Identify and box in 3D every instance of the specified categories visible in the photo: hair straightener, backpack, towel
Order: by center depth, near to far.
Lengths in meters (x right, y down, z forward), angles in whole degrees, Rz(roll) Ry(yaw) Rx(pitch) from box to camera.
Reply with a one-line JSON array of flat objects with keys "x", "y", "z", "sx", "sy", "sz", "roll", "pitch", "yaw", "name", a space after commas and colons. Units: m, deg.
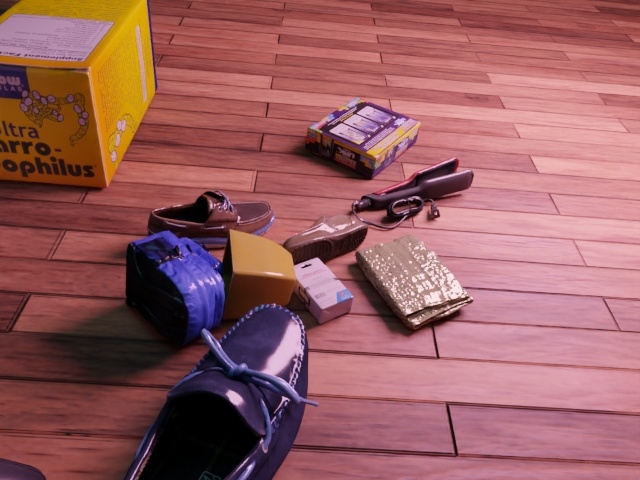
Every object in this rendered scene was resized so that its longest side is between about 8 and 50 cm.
[{"x": -0.161, "y": 0.053, "z": 0.677, "sx": 0.101, "sy": 0.098, "sz": 0.120, "roll": -24, "pitch": 48, "yaw": -37, "name": "backpack"}, {"x": 0.120, "y": 0.051, "z": 0.773, "sx": 0.110, "sy": 0.027, "sz": 0.148, "roll": -15, "pitch": 45, "yaw": -23, "name": "towel"}, {"x": 0.152, "y": -0.071, "z": 0.907, "sx": 0.230, "sy": 0.047, "sz": 0.089, "roll": -17, "pitch": 45, "yaw": -26, "name": "hair straightener"}]

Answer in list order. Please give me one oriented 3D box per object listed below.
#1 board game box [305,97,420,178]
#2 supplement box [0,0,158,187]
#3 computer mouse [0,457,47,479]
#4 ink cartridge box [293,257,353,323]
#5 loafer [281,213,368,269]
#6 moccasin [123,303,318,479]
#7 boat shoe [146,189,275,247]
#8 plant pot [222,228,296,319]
[{"x": 0.078, "y": -0.188, "z": 1.039, "sx": 0.141, "sy": 0.048, "sz": 0.170, "roll": 29, "pitch": 44, "yaw": 22, "name": "board game box"}, {"x": -0.409, "y": -0.269, "z": 0.954, "sx": 0.194, "sy": 0.195, "sz": 0.357, "roll": 4, "pitch": 39, "yaw": -3, "name": "supplement box"}, {"x": -0.363, "y": 0.247, "z": 0.443, "sx": 0.261, "sy": 0.060, "sz": 0.184, "roll": 1, "pitch": 39, "yaw": -6, "name": "computer mouse"}, {"x": -0.002, "y": 0.063, "z": 0.739, "sx": 0.048, "sy": 0.028, "sz": 0.083, "roll": -18, "pitch": 46, "yaw": -27, "name": "ink cartridge box"}, {"x": 0.000, "y": 0.000, "z": 0.799, "sx": 0.147, "sy": 0.056, "sz": 0.050, "roll": -16, "pitch": 43, "yaw": -39, "name": "loafer"}, {"x": -0.082, "y": 0.173, "z": 0.525, "sx": 0.137, "sy": 0.117, "sz": 0.342, "roll": 13, "pitch": 40, "yaw": 7, "name": "moccasin"}, {"x": -0.147, "y": -0.030, "z": 0.802, "sx": 0.183, "sy": 0.066, "sz": 0.066, "roll": -16, "pitch": 45, "yaw": -25, "name": "boat shoe"}, {"x": -0.077, "y": 0.044, "z": 0.715, "sx": 0.083, "sy": 0.082, "sz": 0.081, "roll": 5, "pitch": 38, "yaw": -17, "name": "plant pot"}]
